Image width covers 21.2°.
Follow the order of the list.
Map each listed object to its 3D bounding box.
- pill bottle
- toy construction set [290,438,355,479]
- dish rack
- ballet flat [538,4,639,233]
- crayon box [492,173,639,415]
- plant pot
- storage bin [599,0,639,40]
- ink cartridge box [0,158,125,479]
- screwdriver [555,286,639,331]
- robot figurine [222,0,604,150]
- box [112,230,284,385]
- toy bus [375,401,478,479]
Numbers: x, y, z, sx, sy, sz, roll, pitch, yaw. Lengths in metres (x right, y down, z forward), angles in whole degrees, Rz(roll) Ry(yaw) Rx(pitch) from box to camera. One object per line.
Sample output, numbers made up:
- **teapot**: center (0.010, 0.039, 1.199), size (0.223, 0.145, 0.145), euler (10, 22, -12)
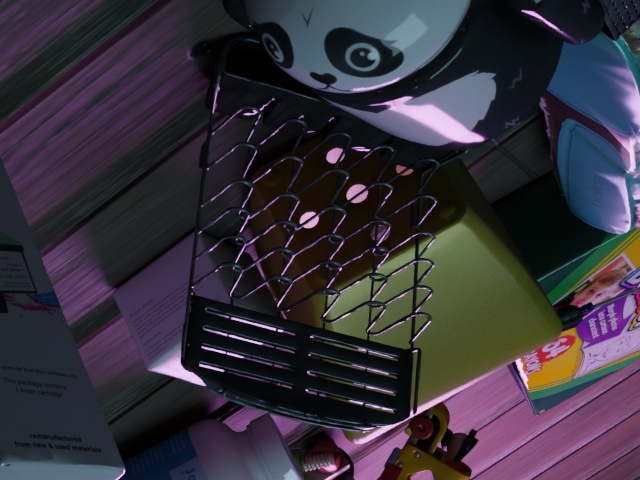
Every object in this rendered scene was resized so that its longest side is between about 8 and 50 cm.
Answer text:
- **pill bottle**: center (-0.150, 0.283, 1.805), size (0.264, 0.146, 0.146), euler (-29, 154, -1)
- **toy construction set**: center (-0.058, 0.374, 2.049), size (0.237, 0.258, 0.309), euler (-12, 178, 7)
- **dish rack**: center (0.000, 0.000, 1.265), size (0.208, 0.272, 0.074), euler (15, 152, -18)
- **ballet flat**: center (0.260, -0.142, 1.496), size (0.147, 0.147, 0.409), euler (-27, 157, -3)
- **crayon box**: center (0.325, 0.022, 1.841), size (0.313, 0.106, 0.363), euler (-28, 153, 1)
- **plant pot**: center (0.055, 0.007, 1.457), size (0.212, 0.212, 0.187), euler (-28, 146, 0)
- **storage bin**: center (0.184, -0.235, 1.205), size (0.084, 0.122, 0.180), euler (-43, 152, 5)
- **ink cartridge box**: center (-0.279, 0.094, 1.187), size (0.201, 0.278, 0.117), euler (-42, 148, 25)
- **screwdriver**: center (0.286, 0.061, 1.745), size (0.170, 0.025, 0.024), euler (-24, 152, -28)
- **robot figurine**: center (0.063, -0.158, 1.182), size (0.209, 0.174, 0.278), euler (-38, 153, 16)
- **box**: center (-0.106, 0.061, 1.512), size (0.101, 0.087, 0.102), euler (-36, 154, 16)
- **toy bus**: center (0.131, 0.271, 2.004), size (0.191, 0.104, 0.202), euler (-56, 174, -39)
